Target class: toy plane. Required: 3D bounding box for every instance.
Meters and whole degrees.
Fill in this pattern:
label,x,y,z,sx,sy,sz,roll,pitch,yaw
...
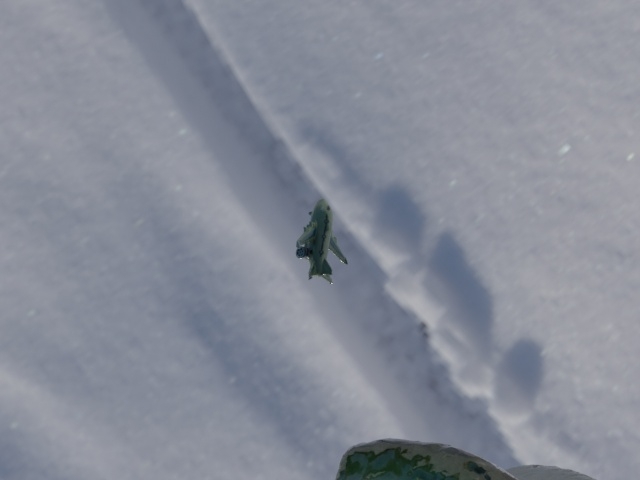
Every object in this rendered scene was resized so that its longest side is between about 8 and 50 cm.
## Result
label,x,y,z,sx,sy,sz,roll,pitch,yaw
toy plane,-0.002,0.000,1.757,0.033,0.080,0.083,-11,72,36

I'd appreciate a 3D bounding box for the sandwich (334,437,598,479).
label,x,y,z,sx,sy,sz,roll,pitch,yaw
sandwich,0.054,0.214,1.229,0.301,0.250,0.162,-22,94,1
